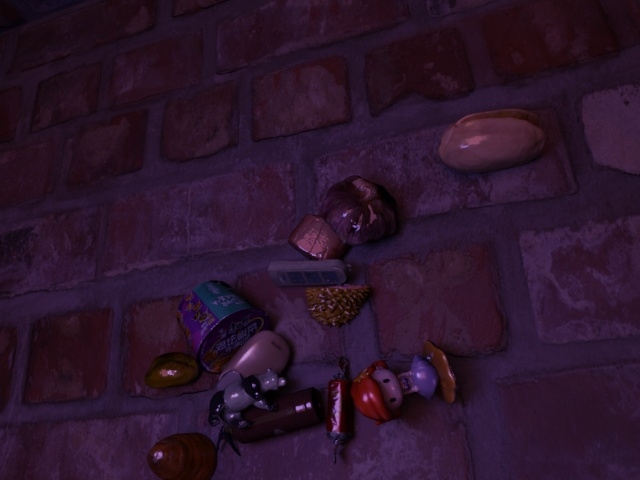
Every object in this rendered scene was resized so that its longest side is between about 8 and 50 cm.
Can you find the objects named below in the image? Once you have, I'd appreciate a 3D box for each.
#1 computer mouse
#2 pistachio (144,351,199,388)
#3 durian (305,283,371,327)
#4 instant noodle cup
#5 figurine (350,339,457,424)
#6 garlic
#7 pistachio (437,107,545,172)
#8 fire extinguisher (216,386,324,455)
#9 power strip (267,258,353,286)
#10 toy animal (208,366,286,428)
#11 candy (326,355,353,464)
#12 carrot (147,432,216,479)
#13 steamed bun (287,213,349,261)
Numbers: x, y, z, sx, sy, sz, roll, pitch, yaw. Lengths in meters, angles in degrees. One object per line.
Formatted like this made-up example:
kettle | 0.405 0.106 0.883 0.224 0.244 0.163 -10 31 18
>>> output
computer mouse | -0.193 0.379 1.457 0.145 0.082 0.236 44 86 -12
pistachio | -0.483 0.415 1.557 0.190 0.110 0.100 -9 99 15
durian | 0.040 0.174 1.473 0.183 0.165 0.132 21 44 2
instant noodle cup | -0.307 0.250 1.498 0.251 0.251 0.190 -48 54 -3
figurine | 0.198 0.383 1.274 0.257 0.208 0.180 -12 106 -14
garlic | 0.130 -0.099 1.489 0.245 0.160 0.244 11 52 -15
pistachio | 0.503 -0.292 1.465 0.300 0.187 0.187 -5 68 11
fire extinguisher | -0.159 0.532 1.410 0.344 0.102 0.138 -20 99 11
power strip | -0.036 0.100 1.515 0.286 0.080 0.048 -4 42 26
toy animal | -0.201 0.435 1.366 0.225 0.093 0.121 -30 35 2
candy | 0.055 0.467 1.363 0.059 0.086 0.292 -7 67 25
carrot | -0.406 0.624 1.388 0.159 0.225 0.159 -5 66 12
steamed bun | 0.000 0.000 1.557 0.175 0.106 0.144 32 77 13
